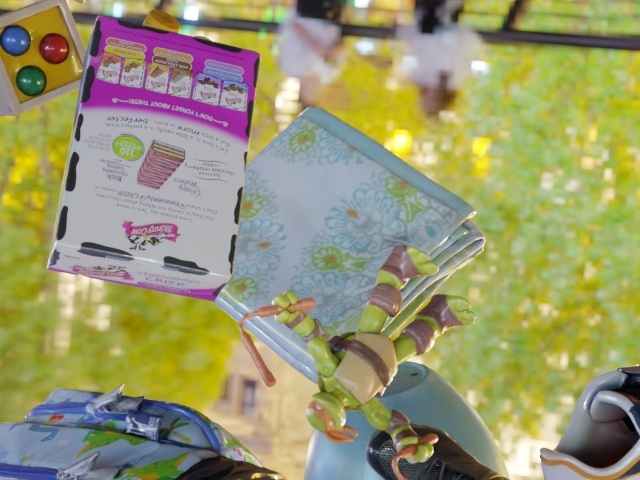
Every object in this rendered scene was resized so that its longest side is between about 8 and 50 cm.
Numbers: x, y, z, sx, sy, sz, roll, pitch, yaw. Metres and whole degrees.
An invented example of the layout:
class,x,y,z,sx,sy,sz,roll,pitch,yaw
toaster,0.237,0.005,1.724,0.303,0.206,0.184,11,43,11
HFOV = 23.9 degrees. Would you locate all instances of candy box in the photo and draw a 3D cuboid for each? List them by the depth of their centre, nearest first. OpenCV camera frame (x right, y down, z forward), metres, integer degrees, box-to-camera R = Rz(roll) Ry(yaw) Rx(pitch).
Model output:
class,x,y,z,sx,sy,sz,roll,pitch,yaw
candy box,-0.150,-0.074,1.379,0.159,0.233,0.071,12,155,-12

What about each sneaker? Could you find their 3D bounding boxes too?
class,x,y,z,sx,sy,sz,roll,pitch,yaw
sneaker,0.355,0.173,1.506,0.321,0.127,0.126,-36,-159,-20
sneaker,0.161,0.285,1.735,0.228,0.087,0.130,33,179,-6

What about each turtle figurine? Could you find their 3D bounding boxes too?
class,x,y,z,sx,sy,sz,roll,pitch,yaw
turtle figurine,0.057,0.125,1.487,0.269,0.217,0.087,45,155,-5

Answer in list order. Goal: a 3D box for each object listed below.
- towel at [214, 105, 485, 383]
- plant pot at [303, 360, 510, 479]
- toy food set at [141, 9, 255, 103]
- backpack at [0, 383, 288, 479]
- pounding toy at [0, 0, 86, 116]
class,x,y,z,sx,sy,sz,roll,pitch,yaw
towel,0.000,0.000,2.101,0.374,0.320,0.090,36,161,36
plant pot,0.102,0.280,2.070,0.290,0.195,0.290,-12,-165,3
toy food set,-0.148,-0.142,1.642,0.111,0.104,0.232,12,-147,-37
backpack,-0.150,0.252,1.172,0.356,0.273,0.290,-10,131,30
pounding toy,-0.382,-0.297,2.046,0.181,0.206,0.094,-27,-165,-25
